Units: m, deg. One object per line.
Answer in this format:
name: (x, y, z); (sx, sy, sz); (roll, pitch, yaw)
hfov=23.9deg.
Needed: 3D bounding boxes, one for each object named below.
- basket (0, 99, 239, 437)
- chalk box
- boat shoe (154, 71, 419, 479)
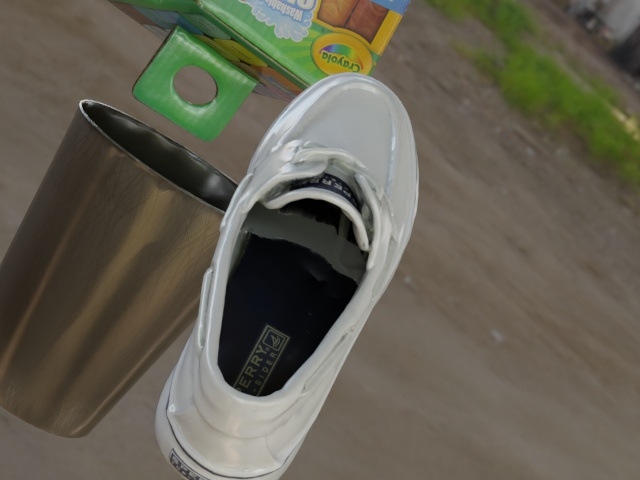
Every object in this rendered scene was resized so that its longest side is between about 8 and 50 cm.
basket: (-0.174, 0.030, 1.202); (0.204, 0.227, 0.154); (28, 12, -44)
chalk box: (-0.046, -0.222, 1.238); (0.180, 0.289, 0.179); (31, -8, -36)
boat shoe: (0.000, 0.000, 0.717); (0.095, 0.084, 0.258); (21, 50, -5)
